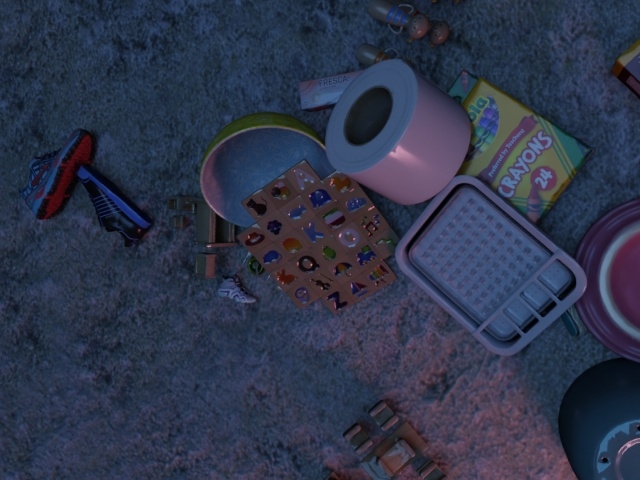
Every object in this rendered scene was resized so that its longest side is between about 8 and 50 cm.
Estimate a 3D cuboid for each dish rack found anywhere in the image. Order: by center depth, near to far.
[{"bbox_3d":[0.341,0.044,1.459,0.333,0.072,0.285,42,130,9],"label":"dish rack"}]

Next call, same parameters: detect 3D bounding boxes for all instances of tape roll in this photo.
[{"bbox_3d":[0.150,-0.212,1.434,0.246,0.169,0.246,-27,51,40],"label":"tape roll"}]

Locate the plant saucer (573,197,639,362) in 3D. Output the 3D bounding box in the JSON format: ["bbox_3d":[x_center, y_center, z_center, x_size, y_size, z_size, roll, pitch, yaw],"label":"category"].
[{"bbox_3d":[0.654,0.077,1.378,0.332,0.084,0.332,0,88,12],"label":"plant saucer"}]

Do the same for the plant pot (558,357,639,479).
[{"bbox_3d":[0.601,0.388,1.357,0.293,0.235,0.292,1,94,18],"label":"plant pot"}]

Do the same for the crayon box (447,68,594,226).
[{"bbox_3d":[0.361,-0.188,1.474,0.319,0.081,0.202,36,104,13],"label":"crayon box"}]

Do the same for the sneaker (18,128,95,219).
[{"bbox_3d":[-0.667,-0.182,1.788,0.125,0.104,0.262,41,104,13],"label":"sneaker"}]

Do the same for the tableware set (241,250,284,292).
[{"bbox_3d":[-0.109,0.054,1.668,0.154,0.024,0.104,32,102,13],"label":"tableware set"}]

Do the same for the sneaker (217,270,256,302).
[{"bbox_3d":[-0.192,0.106,1.690,0.098,0.038,0.069,13,98,16],"label":"sneaker"}]

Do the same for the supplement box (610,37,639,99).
[{"bbox_3d":[0.686,-0.326,1.336,0.191,0.129,0.194,-44,81,15],"label":"supplement box"}]

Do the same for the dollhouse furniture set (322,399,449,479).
[{"bbox_3d":[0.122,0.506,1.591,0.242,0.161,0.212,-40,81,-6],"label":"dollhouse furniture set"}]

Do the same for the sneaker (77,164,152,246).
[{"bbox_3d":[-0.520,-0.083,1.758,0.232,0.081,0.090,42,97,10],"label":"sneaker"}]

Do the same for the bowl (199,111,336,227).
[{"bbox_3d":[-0.117,-0.177,1.570,0.290,0.289,0.156,-28,42,17],"label":"bowl"}]

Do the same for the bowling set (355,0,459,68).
[{"bbox_3d":[0.186,-0.462,1.430,0.154,0.200,0.287,29,91,11],"label":"bowling set"}]

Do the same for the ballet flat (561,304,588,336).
[{"bbox_3d":[0.498,0.115,1.474,0.052,0.057,0.168,-28,88,-11],"label":"ballet flat"}]

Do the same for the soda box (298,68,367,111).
[{"bbox_3d":[0.047,-0.327,1.576,0.183,0.058,0.062,-7,91,18],"label":"soda box"}]

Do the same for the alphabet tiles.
[{"bbox_3d":[0.000,0.000,1.559,0.285,0.011,0.342,-33,111,18],"label":"alphabet tiles"}]

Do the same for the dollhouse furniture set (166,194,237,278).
[{"bbox_3d":[-0.278,-0.013,1.701,0.161,0.101,0.181,7,97,42],"label":"dollhouse furniture set"}]
